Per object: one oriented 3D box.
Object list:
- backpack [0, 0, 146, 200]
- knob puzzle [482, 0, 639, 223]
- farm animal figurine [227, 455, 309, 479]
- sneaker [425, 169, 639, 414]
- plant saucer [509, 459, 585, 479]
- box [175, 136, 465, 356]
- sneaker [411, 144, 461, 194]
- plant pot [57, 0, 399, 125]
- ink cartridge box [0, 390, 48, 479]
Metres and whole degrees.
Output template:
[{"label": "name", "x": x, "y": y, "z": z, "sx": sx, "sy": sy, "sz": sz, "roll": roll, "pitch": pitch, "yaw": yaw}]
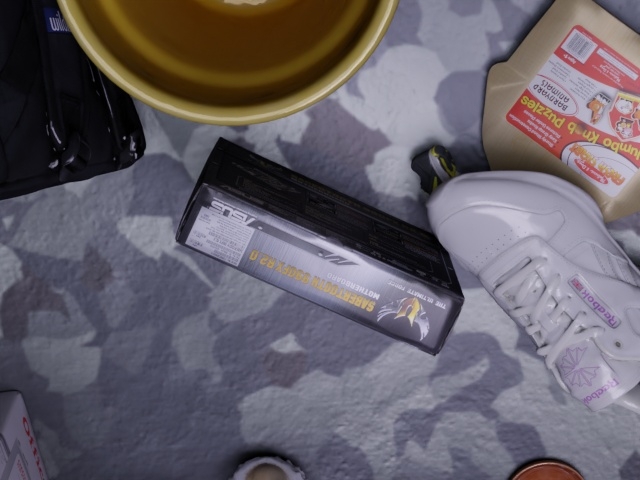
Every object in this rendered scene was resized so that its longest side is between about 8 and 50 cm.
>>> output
[{"label": "backpack", "x": -0.296, "y": -0.213, "z": 1.002, "sx": 0.273, "sy": 0.290, "sz": 0.355, "roll": -2, "pitch": 100, "yaw": 16}, {"label": "knob puzzle", "x": 0.229, "y": -0.098, "z": 1.152, "sx": 0.213, "sy": 0.030, "sz": 0.213, "roll": 4, "pitch": 109, "yaw": 12}, {"label": "farm animal figurine", "x": -0.140, "y": 0.393, "z": 1.228, "sx": 0.330, "sy": 0.172, "sz": 0.326, "roll": -14, "pitch": 88, "yaw": -10}, {"label": "sneaker", "x": 0.219, "y": 0.051, "z": 1.121, "sx": 0.305, "sy": 0.152, "sz": 0.114, "roll": 33, "pitch": 131, "yaw": -13}, {"label": "plant saucer", "x": 0.218, "y": 0.250, "z": 1.265, "sx": 0.084, "sy": 0.013, "sz": 0.083, "roll": 0, "pitch": 106, "yaw": -1}, {"label": "box", "x": 0.000, "y": 0.000, "z": 1.104, "sx": 0.231, "sy": 0.183, "sz": 0.056, "roll": 24, "pitch": 104, "yaw": -7}, {"label": "sneaker", "x": 0.110, "y": -0.048, "z": 1.173, "sx": 0.035, "sy": 0.031, "sz": 0.083, "roll": -12, "pitch": 118, "yaw": 34}, {"label": "plant pot", "x": -0.065, "y": -0.234, "z": 1.006, "sx": 0.254, "sy": 0.239, "sz": 0.254, "roll": 0, "pitch": 106, "yaw": -1}, {"label": "ink cartridge box", "x": -0.307, "y": 0.279, "z": 1.135, "sx": 0.117, "sy": 0.283, "sz": 0.207, "roll": -13, "pitch": 106, "yaw": 0}]
